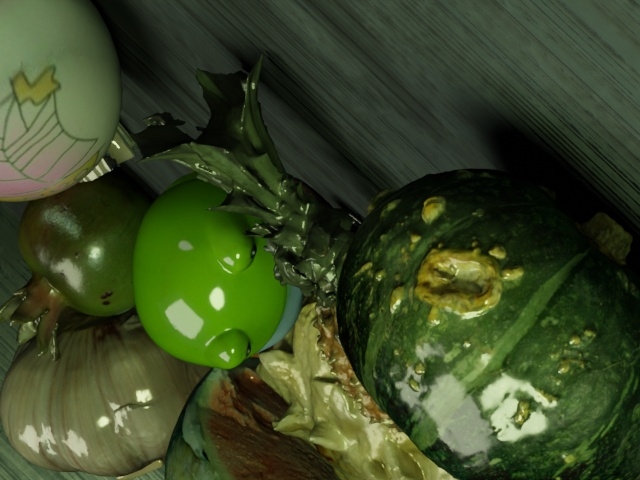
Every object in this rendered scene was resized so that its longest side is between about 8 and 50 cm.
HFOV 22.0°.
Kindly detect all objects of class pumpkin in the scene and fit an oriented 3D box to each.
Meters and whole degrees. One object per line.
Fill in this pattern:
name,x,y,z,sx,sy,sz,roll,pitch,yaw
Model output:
pumpkin,0.097,0.046,0.821,0.190,0.146,0.190,22,-171,-4

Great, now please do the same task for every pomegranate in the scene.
pomegranate,-0.274,0.026,1.847,0.181,0.224,0.181,34,161,13

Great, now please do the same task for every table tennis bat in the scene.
table tennis bat,0.006,-0.017,1.262,0.083,0.007,0.050,43,169,10

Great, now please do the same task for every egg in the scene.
egg,-0.254,-0.123,1.295,0.196,0.196,0.271,38,162,25

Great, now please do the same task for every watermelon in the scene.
watermelon,-0.055,0.228,1.526,0.305,0.180,0.224,-105,10,-54

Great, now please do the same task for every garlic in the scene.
garlic,-0.233,0.157,1.976,0.241,0.322,0.322,43,170,-30

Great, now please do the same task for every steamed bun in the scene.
steamed bun,0.058,0.170,1.448,0.292,0.137,0.295,34,163,38

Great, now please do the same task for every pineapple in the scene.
pineapple,0.000,0.000,1.104,0.277,0.119,0.130,48,-148,-16

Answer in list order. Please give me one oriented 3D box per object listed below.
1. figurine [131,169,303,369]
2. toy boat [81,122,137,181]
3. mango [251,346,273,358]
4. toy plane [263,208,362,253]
figurine,-0.097,0.018,1.411,0.143,0.162,0.263,4,-166,-17
toy boat,-0.265,-0.145,1.616,0.084,0.066,0.210,-16,116,38
mango,-0.028,0.183,1.810,0.154,0.126,0.252,28,-175,-24
toy plane,0.030,0.028,1.204,0.145,0.060,0.037,41,169,8
